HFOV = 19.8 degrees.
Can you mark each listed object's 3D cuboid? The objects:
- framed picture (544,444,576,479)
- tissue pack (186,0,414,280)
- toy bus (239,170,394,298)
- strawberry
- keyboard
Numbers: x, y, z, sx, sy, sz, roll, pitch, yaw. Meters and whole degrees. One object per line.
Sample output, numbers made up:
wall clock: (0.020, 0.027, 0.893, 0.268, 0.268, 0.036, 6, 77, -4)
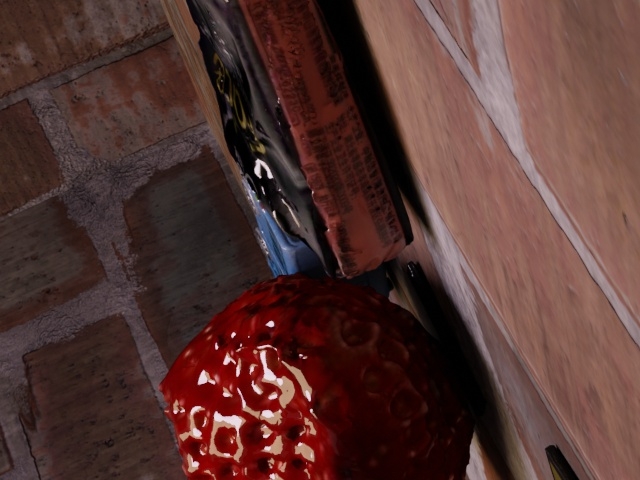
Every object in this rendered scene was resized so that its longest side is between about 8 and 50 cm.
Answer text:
framed picture: (0.256, 0.330, 1.341, 0.324, 0.013, 0.244, -119, 6, -50)
tissue pack: (-0.039, -0.148, 1.517, 0.245, 0.123, 0.332, -116, 4, -52)
toy bus: (0.000, 0.000, 1.899, 0.133, 0.116, 0.234, 61, 173, 26)
strawberry: (0.014, 0.154, 1.708, 0.345, 0.295, 0.317, 118, 138, -64)
keyboard: (0.117, 0.091, 1.698, 0.053, 0.010, 0.155, 82, 162, -78)
